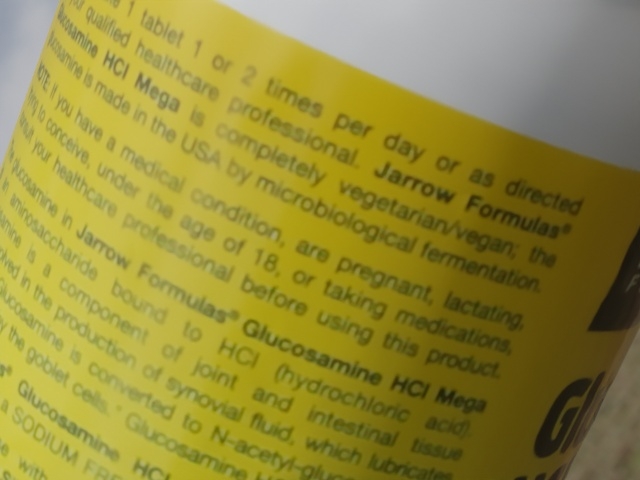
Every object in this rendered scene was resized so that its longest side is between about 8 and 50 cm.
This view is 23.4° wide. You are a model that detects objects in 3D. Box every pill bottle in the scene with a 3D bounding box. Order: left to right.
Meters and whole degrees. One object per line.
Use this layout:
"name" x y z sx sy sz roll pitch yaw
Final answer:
"pill bottle" 0.000 0.000 0.449 0.334 0.188 0.188 -67 -11 16
